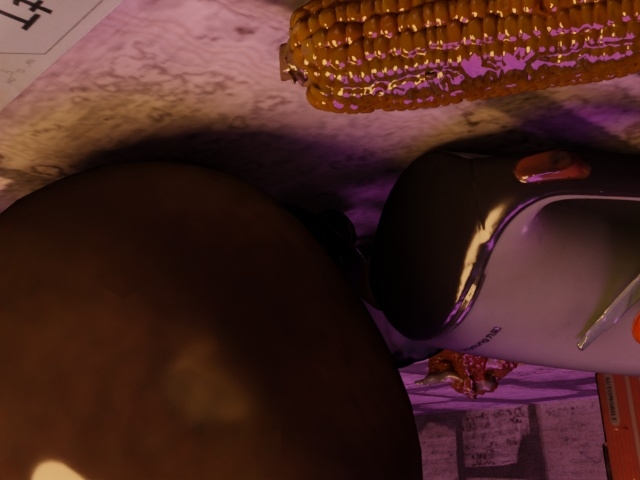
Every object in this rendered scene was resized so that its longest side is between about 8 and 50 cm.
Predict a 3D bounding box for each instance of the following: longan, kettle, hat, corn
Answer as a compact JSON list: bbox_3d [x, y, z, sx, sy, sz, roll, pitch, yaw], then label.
[{"bbox_3d":[-0.108,0.129,0.628,0.336,0.405,0.404,-32,175,-23],"label":"longan"},{"bbox_3d":[0.189,0.005,0.632,0.255,0.165,0.240,11,149,-25],"label":"kettle"},{"bbox_3d":[0.000,0.000,0.754,0.121,0.050,0.121,26,140,23],"label":"hat"},{"bbox_3d":[0.076,-0.103,0.402,0.207,0.068,0.068,-5,163,16],"label":"corn"}]

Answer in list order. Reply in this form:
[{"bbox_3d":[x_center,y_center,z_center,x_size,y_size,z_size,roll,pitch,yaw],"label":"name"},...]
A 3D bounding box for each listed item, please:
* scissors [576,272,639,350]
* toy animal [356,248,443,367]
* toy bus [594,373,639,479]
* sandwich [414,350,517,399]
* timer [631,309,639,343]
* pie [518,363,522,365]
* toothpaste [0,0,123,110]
[{"bbox_3d":[0.261,-0.015,0.541,0.144,0.017,0.248,7,124,-23],"label":"scissors"},{"bbox_3d":[0.050,0.070,0.892,0.166,0.138,0.179,34,155,-29],"label":"toy animal"},{"bbox_3d":[0.398,0.203,0.825,0.233,0.427,0.203,-15,159,30],"label":"toy bus"},{"bbox_3d":[0.189,0.128,1.033,0.109,0.160,0.184,-12,-178,-42],"label":"sandwich"},{"bbox_3d":[0.390,0.015,0.539,0.250,0.161,0.257,-3,131,-40],"label":"timer"},{"bbox_3d":[0.265,0.142,1.200,0.178,0.084,0.205,-8,159,23],"label":"pie"},{"bbox_3d":[-0.097,-0.124,0.293,0.071,0.089,0.312,20,155,-38],"label":"toothpaste"}]
